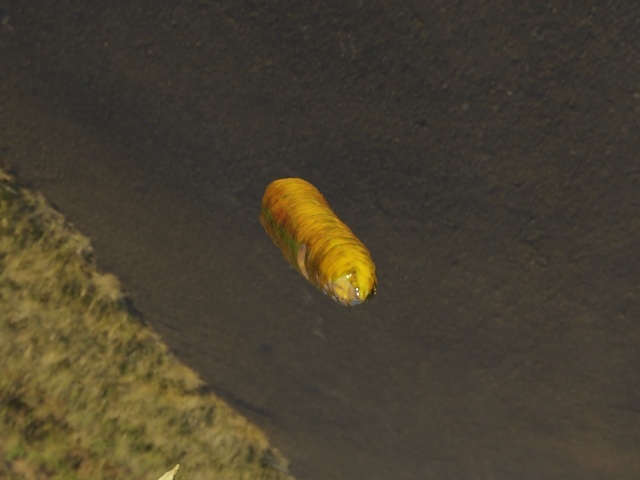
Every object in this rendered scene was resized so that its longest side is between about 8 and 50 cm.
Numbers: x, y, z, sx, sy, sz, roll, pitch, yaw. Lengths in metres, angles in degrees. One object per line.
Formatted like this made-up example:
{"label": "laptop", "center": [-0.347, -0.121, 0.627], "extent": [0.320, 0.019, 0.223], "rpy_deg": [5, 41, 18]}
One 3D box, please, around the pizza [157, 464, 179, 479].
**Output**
{"label": "pizza", "center": [-0.148, 0.303, 0.726], "extent": [0.181, 0.262, 0.034], "rpy_deg": [44, 164, 2]}

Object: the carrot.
{"label": "carrot", "center": [0.000, 0.000, 0.764], "extent": [0.066, 0.066, 0.314], "rpy_deg": [34, -176, -18]}
